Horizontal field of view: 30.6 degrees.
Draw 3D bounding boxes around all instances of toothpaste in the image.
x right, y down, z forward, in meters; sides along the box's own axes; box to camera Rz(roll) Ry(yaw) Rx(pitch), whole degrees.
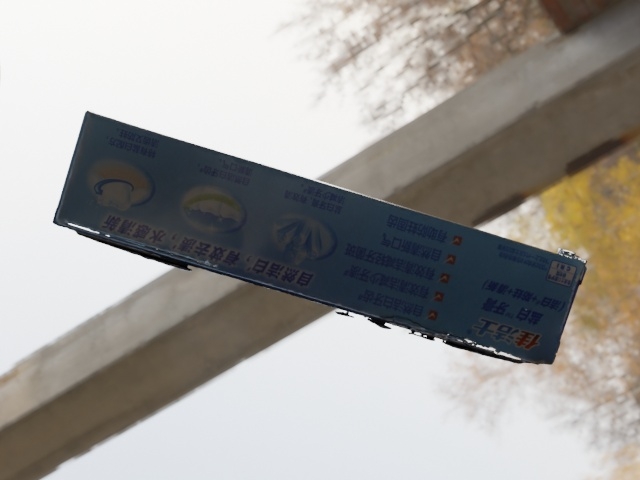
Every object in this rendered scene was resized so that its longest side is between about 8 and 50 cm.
[{"bbox_3d":[0.000,0.000,0.622,0.272,0.066,0.053,16,-176,-7],"label":"toothpaste"}]
